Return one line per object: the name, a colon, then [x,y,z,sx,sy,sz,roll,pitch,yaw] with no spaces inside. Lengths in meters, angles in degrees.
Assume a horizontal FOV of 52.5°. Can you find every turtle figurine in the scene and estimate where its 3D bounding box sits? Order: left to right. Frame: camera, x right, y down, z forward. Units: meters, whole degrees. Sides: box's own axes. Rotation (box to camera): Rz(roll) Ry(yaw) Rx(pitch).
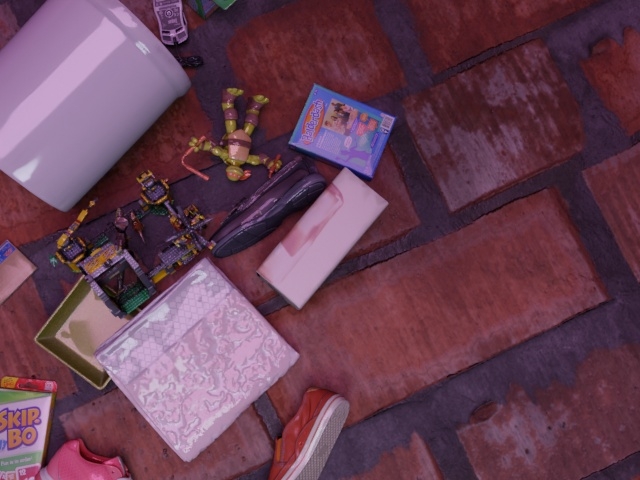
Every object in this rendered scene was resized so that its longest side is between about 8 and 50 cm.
turtle figurine: [-0.175,-0.224,1.478,0.269,0.087,0.218,10,85,-20]

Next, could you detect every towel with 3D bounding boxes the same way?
towel: [-0.264,0.252,1.399,0.332,0.053,0.317,-42,96,-8]

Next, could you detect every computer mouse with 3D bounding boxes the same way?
computer mouse: [-0.345,-0.498,1.533,0.105,0.042,0.193,-10,88,0]

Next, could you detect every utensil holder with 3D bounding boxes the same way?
utensil holder: [-0.521,-0.301,1.354,0.327,0.327,0.385,41,83,3]

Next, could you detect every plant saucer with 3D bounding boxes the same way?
plant saucer: [-0.491,0.196,1.423,0.188,0.045,0.188,36,82,2]

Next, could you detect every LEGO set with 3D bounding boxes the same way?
LEGO set: [-0.398,-0.008,1.347,0.331,0.192,0.255,-30,71,-13]

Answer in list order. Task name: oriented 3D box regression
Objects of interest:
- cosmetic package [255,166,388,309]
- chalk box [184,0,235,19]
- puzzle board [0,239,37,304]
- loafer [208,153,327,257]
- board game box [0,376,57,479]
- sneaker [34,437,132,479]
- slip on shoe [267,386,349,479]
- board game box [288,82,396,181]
cosmetic package: [0.000,0.000,1.423,0.129,0.153,0.296,41,81,2]
chalk box: [-0.272,-0.621,1.508,0.213,0.132,0.132,45,81,3]
puzzle board: [-0.711,0.076,1.447,0.096,0.011,0.128,43,82,5]
loafer: [-0.128,-0.076,1.446,0.302,0.109,0.095,-34,68,8]
board game box: [-0.648,0.428,1.390,0.124,0.039,0.260,6,79,-3]
sneaker: [-0.432,0.526,1.345,0.313,0.116,0.136,31,79,1]
slip on shoe: [-0.056,0.464,1.386,0.101,0.123,0.332,26,86,33]
board game box: [0.051,-0.251,1.512,0.210,0.047,0.160,23,82,0]
